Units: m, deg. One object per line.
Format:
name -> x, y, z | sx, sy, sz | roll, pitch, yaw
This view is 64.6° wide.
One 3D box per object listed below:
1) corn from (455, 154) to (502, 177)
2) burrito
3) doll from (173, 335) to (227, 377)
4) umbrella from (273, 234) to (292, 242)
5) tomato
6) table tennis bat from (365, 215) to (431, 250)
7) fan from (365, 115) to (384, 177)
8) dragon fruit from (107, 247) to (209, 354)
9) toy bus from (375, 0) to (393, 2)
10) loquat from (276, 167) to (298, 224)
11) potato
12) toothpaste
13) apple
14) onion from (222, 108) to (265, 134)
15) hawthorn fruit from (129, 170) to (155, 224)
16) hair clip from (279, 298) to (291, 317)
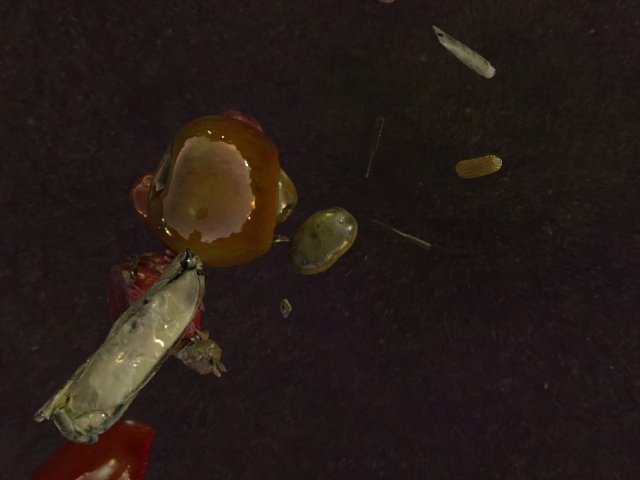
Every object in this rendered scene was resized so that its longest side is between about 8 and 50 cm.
corn -> 0.293, -0.137, 0.941 | 0.092, 0.037, 0.037 | -8, 94, 54
burrito -> -0.188, 0.101, 0.528 | 0.063, 0.229, 0.058 | 14, 140, 26
doll -> -0.364, 0.345, 1.549 | 0.221, 0.105, 0.115 | 18, 131, 26
umbrella -> -0.095, -0.005, 1.041 | 0.083, 0.031, 0.020 | -2, 108, -29
tomato -> -0.315, 0.338, 0.658 | 0.140, 0.200, 0.233 | 20, 118, -6
table tennis bat -> 0.249, -0.026, 1.633 | 0.234, 0.131, 0.022 | 28, 93, 27
fan -> 0.186, -0.328, 1.778 | 0.009, 0.132, 0.220 | 12, 98, -7
dragon fruit -> -0.312, 0.120, 0.974 | 0.211, 0.147, 0.282 | 55, 137, 30
toy bus -> 0.057, -0.498, 0.855 | 0.265, 0.121, 0.119 | 49, 130, 31
loquat -> -0.172, -0.142, 1.463 | 0.227, 0.179, 0.179 | 40, 102, 24
potato -> 0.000, 0.000, 0.878 | 0.138, 0.070, 0.091 | -47, 66, 5
toothpaste -> 0.466, -0.597, 1.625 | 0.058, 0.314, 0.056 | 27, 101, 49
apple -> -0.155, -0.071, 0.805 | 0.208, 0.237, 0.236 | 15, 101, -30
onion -> -0.243, -0.334, 1.636 | 0.120, 0.227, 0.283 | -22, 46, -10
hawthorn fruit -> -0.516, -0.130, 1.616 | 0.189, 0.189, 0.189 | 1, 95, 13
hair clip -> -0.138, 0.269, 1.973 | 0.033, 0.188, 0.060 | -24, 72, -15
